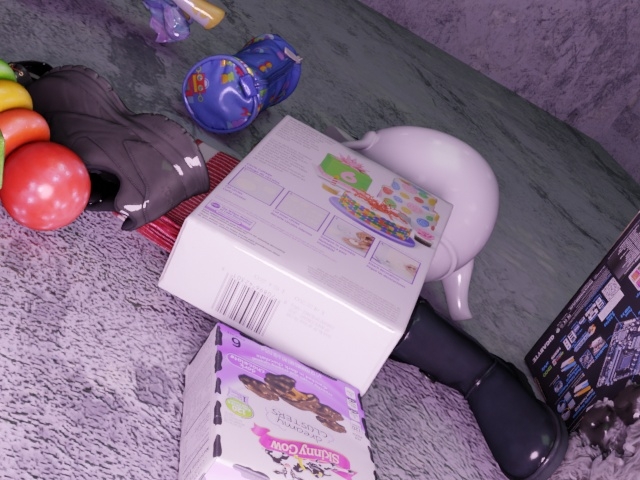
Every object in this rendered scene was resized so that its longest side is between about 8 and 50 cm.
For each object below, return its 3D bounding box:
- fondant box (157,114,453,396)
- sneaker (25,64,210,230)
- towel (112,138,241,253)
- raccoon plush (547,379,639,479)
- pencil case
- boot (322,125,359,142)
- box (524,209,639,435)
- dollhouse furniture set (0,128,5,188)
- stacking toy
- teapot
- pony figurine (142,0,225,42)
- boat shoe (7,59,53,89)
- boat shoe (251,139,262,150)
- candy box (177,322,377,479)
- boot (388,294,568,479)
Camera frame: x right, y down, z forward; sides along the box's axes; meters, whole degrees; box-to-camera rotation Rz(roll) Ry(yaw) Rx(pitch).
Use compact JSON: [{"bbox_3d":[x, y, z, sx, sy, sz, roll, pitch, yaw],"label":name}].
[{"bbox_3d":[0.000,0.000,1.112,0.238,0.096,0.330,29,30,2],"label":"fondant box"},{"bbox_3d":[-0.256,-0.104,1.107,0.286,0.109,0.130,28,56,35],"label":"sneaker"},{"bbox_3d":[-0.057,-0.004,1.201,0.329,0.037,0.237,31,30,5],"label":"towel"},{"bbox_3d":[0.384,0.359,1.038,0.299,0.216,0.446,47,39,-11],"label":"raccoon plush"},{"bbox_3d":[-0.115,-0.258,1.614,0.119,0.133,0.306,66,19,-12],"label":"pencil case"},{"bbox_3d":[0.073,-0.134,1.712,0.086,0.069,0.190,17,26,-32],"label":"boot"},{"bbox_3d":[0.420,0.148,1.327,0.073,0.295,0.293,24,23,-22],"label":"box"},{"bbox_3d":[-0.363,-0.065,0.792,0.151,0.198,0.301,-4,36,-29],"label":"dollhouse furniture set"},{"bbox_3d":[-0.358,-0.140,1.022,0.330,0.141,0.141,47,24,15],"label":"stacking toy"},{"bbox_3d":[0.122,-0.027,1.402,0.256,0.252,0.187,16,58,6],"label":"teapot"},{"bbox_3d":[-0.302,-0.491,1.616,0.363,0.351,0.303,44,17,-34],"label":"pony figurine"},{"bbox_3d":[-0.377,-0.199,1.221,0.049,0.042,0.133,42,24,12],"label":"boat shoe"},{"bbox_3d":[-0.064,-0.152,1.580,0.050,0.045,0.135,39,22,11],"label":"boat shoe"},{"bbox_3d":[-0.037,0.182,0.882,0.164,0.070,0.196,28,22,-19],"label":"candy box"},{"bbox_3d":[0.165,0.168,1.176,0.207,0.094,0.246,34,14,-14],"label":"boot"}]
